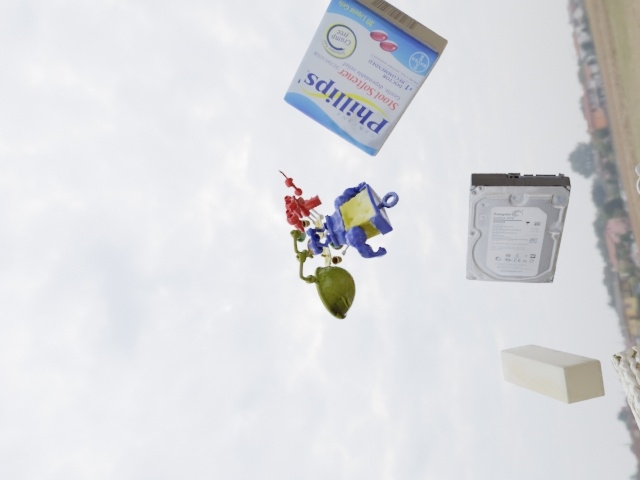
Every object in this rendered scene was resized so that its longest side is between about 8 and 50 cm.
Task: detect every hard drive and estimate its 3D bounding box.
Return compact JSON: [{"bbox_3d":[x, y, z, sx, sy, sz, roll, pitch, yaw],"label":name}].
[{"bbox_3d":[0.504,-0.024,1.493,0.064,0.236,0.339,-74,-19,-46],"label":"hard drive"}]

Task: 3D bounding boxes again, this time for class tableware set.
[{"bbox_3d":[0.000,0.000,1.395,0.154,0.104,0.024,42,-150,26],"label":"tableware set"}]

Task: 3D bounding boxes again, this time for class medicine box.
[{"bbox_3d":[0.101,-0.393,1.326,0.263,0.289,0.149,32,-144,-1],"label":"medicine box"}]

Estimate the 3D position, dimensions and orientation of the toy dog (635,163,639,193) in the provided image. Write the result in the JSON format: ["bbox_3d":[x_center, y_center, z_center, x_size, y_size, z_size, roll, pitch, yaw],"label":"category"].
[{"bbox_3d":[0.789,-0.136,1.270,0.161,0.220,0.334,31,-138,-17],"label":"toy dog"}]

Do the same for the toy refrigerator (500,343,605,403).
[{"bbox_3d":[0.572,0.332,1.435,0.269,0.102,0.094,173,89,-76],"label":"toy refrigerator"}]

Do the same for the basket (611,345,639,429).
[{"bbox_3d":[0.714,0.351,0.986,0.328,0.266,0.331,54,-155,-30],"label":"basket"}]

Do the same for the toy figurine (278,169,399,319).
[{"bbox_3d":[0.064,-0.041,1.185,0.191,0.217,0.363,54,-166,-39],"label":"toy figurine"}]
